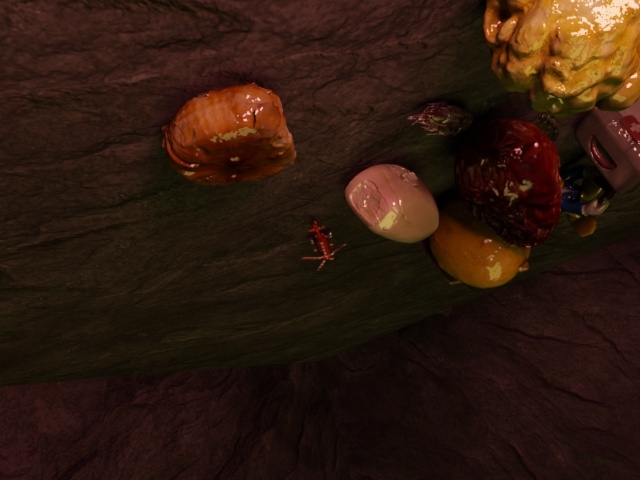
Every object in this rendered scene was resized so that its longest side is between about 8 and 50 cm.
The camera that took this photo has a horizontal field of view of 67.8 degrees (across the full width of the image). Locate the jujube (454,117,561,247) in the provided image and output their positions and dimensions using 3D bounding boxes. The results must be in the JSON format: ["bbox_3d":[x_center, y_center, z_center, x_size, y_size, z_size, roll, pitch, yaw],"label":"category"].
[{"bbox_3d":[0.436,-0.117,1.074,0.216,0.216,0.342,-24,132,17],"label":"jujube"}]

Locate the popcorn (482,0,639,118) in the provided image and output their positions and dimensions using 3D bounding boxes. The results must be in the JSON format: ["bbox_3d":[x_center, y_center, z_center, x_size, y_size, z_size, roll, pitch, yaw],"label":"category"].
[{"bbox_3d":[0.318,-0.288,0.592,0.235,0.250,0.242,-23,158,36],"label":"popcorn"}]

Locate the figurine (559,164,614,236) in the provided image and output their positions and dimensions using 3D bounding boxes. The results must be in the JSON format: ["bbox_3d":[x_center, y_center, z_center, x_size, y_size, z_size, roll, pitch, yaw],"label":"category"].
[{"bbox_3d":[0.705,-0.123,1.376,0.338,0.204,0.283,4,179,-16],"label":"figurine"}]

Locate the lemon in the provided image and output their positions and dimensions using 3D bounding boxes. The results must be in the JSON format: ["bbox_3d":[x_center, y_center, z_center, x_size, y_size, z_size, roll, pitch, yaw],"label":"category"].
[{"bbox_3d":[0.441,-0.001,1.340,0.260,0.284,0.260,-25,158,-11],"label":"lemon"}]

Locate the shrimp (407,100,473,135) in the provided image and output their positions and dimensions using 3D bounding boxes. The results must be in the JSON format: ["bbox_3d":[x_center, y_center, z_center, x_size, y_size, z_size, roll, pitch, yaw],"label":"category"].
[{"bbox_3d":[0.229,-0.234,0.921,0.165,0.056,0.065,-4,162,-23],"label":"shrimp"}]

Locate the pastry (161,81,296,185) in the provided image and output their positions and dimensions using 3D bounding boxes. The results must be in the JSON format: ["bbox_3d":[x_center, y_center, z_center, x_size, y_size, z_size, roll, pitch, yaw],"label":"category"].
[{"bbox_3d":[-0.136,-0.162,0.768,0.218,0.100,0.229,-2,155,-34],"label":"pastry"}]

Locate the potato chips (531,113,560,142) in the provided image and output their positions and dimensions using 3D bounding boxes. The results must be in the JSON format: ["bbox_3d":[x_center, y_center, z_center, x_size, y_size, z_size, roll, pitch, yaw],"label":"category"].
[{"bbox_3d":[0.476,-0.222,1.168,0.220,0.029,0.202,-23,158,13],"label":"potato chips"}]

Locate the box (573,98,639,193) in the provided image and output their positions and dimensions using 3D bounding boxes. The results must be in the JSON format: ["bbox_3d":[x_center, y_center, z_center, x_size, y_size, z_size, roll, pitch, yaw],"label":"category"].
[{"bbox_3d":[0.702,-0.225,1.089,0.129,0.210,0.148,-23,159,-6],"label":"box"}]

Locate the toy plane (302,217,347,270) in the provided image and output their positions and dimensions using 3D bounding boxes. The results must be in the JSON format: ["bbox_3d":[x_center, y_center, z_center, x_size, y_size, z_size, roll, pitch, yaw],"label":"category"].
[{"bbox_3d":[-0.007,0.003,1.309,0.126,0.077,0.194,-28,148,19],"label":"toy plane"}]

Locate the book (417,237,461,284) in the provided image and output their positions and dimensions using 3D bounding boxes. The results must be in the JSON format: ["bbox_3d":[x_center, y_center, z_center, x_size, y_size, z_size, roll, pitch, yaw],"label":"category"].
[{"bbox_3d":[0.422,0.040,1.504,0.170,0.241,0.018,-12,130,-12],"label":"book"}]

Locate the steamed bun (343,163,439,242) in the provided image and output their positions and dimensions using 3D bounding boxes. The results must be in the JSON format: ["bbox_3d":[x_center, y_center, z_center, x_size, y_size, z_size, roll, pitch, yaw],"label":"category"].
[{"bbox_3d":[0.183,-0.093,1.101,0.239,0.170,0.152,7,129,-45],"label":"steamed bun"}]
